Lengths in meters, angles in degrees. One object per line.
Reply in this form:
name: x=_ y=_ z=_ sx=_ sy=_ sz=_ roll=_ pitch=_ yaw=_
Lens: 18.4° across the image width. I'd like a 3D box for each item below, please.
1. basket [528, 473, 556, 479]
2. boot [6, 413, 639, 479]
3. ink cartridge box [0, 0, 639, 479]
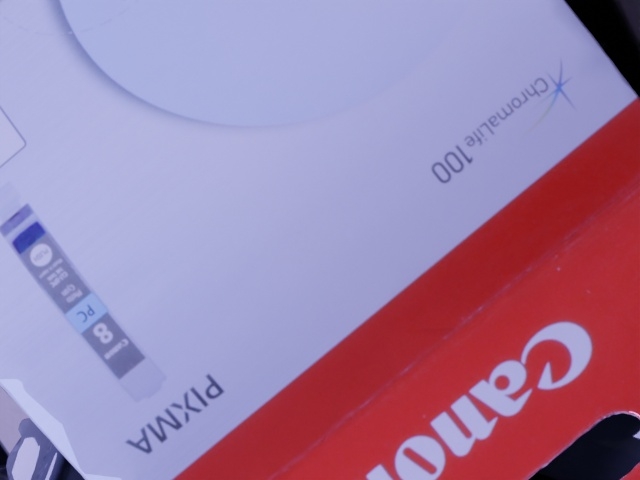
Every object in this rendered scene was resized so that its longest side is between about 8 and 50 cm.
basket: x=0.099 y=0.162 z=1.146 sx=0.204 sy=0.154 sz=0.227 roll=33 pitch=143 yaw=25
boot: x=0.099 y=0.097 z=0.945 sx=0.445 sy=0.367 sz=0.146 roll=16 pitch=164 yaw=23
ink cartridge box: x=0.000 y=0.000 z=0.882 sx=0.385 sy=0.308 sz=0.091 roll=51 pitch=-178 yaw=27
